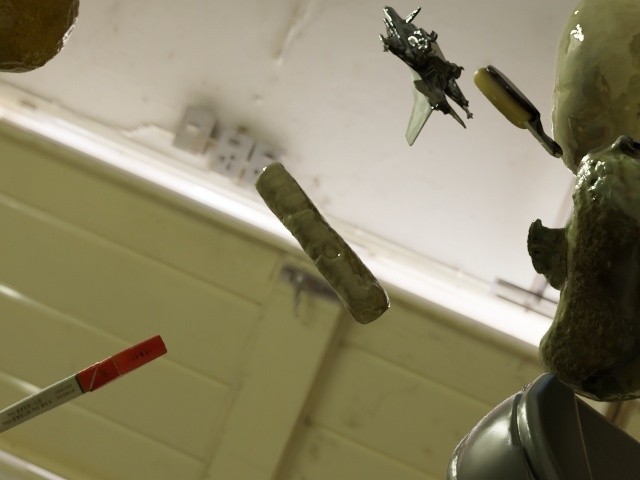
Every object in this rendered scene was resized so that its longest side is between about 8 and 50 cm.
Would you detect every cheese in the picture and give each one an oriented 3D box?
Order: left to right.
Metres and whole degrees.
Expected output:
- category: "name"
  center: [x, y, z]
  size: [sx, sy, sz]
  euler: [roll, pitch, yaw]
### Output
- category: "cheese"
  center: [0.000, 0.000, 1.238]
  size: [0.043, 0.194, 0.065]
  euler: [-35, -29, -3]
- category: "cheese"
  center: [0.274, -0.170, 1.725]
  size: [0.036, 0.162, 0.086]
  euler: [-46, -29, 16]

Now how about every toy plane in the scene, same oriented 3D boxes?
- category: "toy plane"
  center: [0.115, -0.210, 1.445]
  size: [0.082, 0.160, 0.234]
  euler: [-33, 44, 29]

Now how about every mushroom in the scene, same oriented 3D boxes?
- category: "mushroom"
  center: [0.349, 0.058, 1.480]
  size: [0.130, 0.247, 0.344]
  euler: [-61, -11, -58]
- category: "mushroom"
  center: [0.471, -0.258, 1.924]
  size: [0.356, 0.315, 0.315]
  euler: [-52, -2, 13]

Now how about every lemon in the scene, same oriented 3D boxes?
- category: "lemon"
  center: [-0.482, -0.363, 2.003]
  size: [0.231, 0.192, 0.192]
  euler: [-61, -8, -24]

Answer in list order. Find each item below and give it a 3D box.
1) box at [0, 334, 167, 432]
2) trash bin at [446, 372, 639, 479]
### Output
- category: "box"
  center: [-0.355, 0.211, 1.877]
  size: [0.245, 0.035, 0.139]
  euler: [-25, -1, 24]
- category: "trash bin"
  center: [0.208, 0.215, 0.976]
  size: [0.101, 0.236, 0.177]
  euler: [-45, 24, 26]
